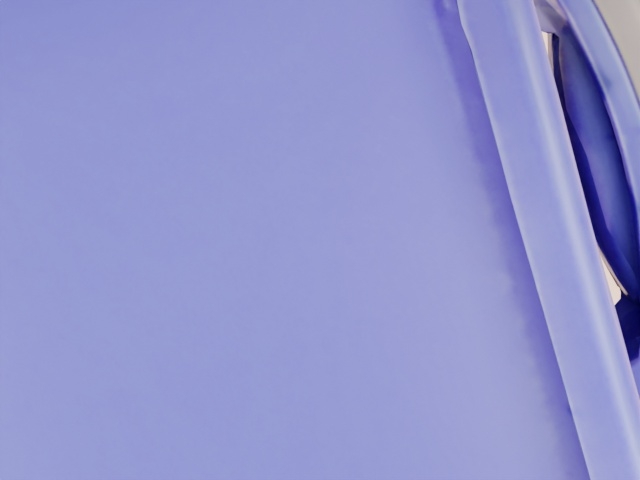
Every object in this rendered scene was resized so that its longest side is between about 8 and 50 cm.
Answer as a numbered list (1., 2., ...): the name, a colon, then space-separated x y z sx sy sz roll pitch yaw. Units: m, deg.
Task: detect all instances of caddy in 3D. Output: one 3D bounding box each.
1. caddy: 0.000 0.000 0.427 0.179 0.241 0.341 -17 -79 -1
